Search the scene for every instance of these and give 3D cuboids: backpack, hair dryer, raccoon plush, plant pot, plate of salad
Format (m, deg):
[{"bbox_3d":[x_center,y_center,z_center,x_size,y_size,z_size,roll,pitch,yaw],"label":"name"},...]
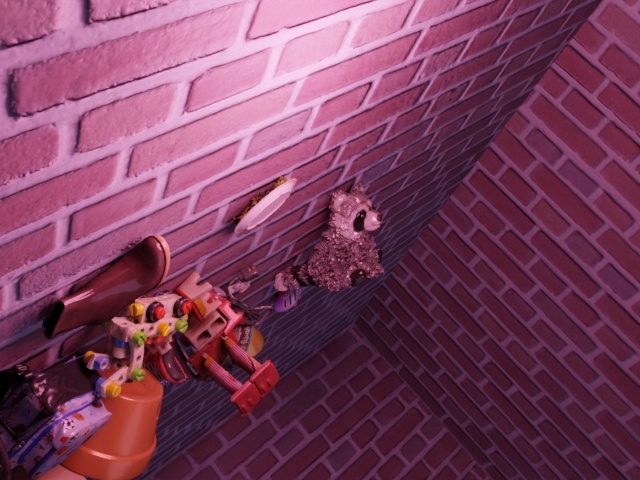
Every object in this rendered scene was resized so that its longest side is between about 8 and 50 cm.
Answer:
[{"bbox_3d":[-0.617,0.395,1.551,0.263,0.213,0.276,-36,169,12],"label":"backpack"},{"bbox_3d":[-0.273,0.218,2.018,0.293,0.080,0.223,-26,128,-17],"label":"hair dryer"},{"bbox_3d":[0.000,0.000,2.232,0.446,0.299,0.216,-14,-169,18],"label":"raccoon plush"},{"bbox_3d":[-0.530,0.430,1.773,0.203,0.291,0.291,-64,162,10],"label":"plant pot"},{"bbox_3d":[-0.276,0.339,2.476,0.134,0.134,0.095,-37,140,-20],"label":"plant pot"},{"bbox_3d":[-0.139,-0.090,1.705,0.200,0.048,0.200,-41,176,-3],"label":"plate of salad"}]

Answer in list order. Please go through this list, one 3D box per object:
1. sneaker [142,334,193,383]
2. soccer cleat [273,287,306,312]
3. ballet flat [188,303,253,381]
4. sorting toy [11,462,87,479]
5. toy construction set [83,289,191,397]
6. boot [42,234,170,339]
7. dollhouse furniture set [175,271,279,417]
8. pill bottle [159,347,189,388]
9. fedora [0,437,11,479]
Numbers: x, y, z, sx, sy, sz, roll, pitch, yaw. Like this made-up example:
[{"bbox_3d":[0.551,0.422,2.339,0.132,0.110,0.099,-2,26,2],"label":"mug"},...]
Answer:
[{"bbox_3d":[-0.436,0.351,1.929,0.136,0.116,0.314,-29,-173,-11],"label":"sneaker"},{"bbox_3d":[-0.091,0.165,2.557,0.248,0.083,0.095,-41,137,12],"label":"soccer cleat"},{"bbox_3d":[-0.347,0.362,2.295,0.182,0.164,0.483,-17,157,-26],"label":"ballet flat"},{"bbox_3d":[-0.684,0.558,1.585,0.257,0.255,0.089,10,110,-56],"label":"sorting toy"},{"bbox_3d":[-0.416,0.230,1.674,0.327,0.151,0.215,-27,133,-78],"label":"toy construction set"},{"bbox_3d":[-0.423,0.097,1.397,0.248,0.090,0.207,-47,168,33],"label":"boot"},{"bbox_3d":[-0.266,0.283,1.856,0.152,0.201,0.374,-44,144,-20],"label":"dollhouse furniture set"},{"bbox_3d":[-0.479,0.394,2.110,0.169,0.094,0.094,-35,164,-29],"label":"pill bottle"},{"bbox_3d":[-0.764,0.465,1.321,0.152,0.334,0.334,-12,-178,29],"label":"fedora"}]
